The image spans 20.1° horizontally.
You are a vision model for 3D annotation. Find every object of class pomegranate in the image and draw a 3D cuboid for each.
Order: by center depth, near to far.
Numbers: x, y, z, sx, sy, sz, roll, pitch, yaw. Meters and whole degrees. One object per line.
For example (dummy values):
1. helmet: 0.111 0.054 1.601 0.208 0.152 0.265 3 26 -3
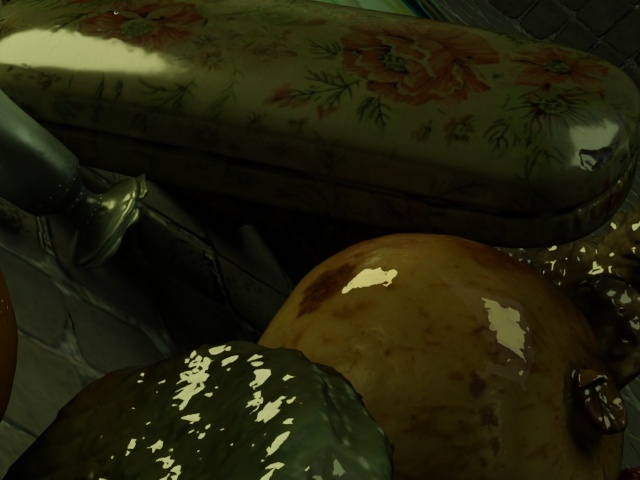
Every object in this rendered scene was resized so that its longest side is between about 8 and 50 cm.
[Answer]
1. pomegranate: 0.071 0.094 1.007 0.215 0.215 0.215 40 17 -14

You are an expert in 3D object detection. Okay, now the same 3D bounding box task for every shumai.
1. shumai: -0.023 0.166 0.642 0.203 0.222 0.272 43 7 -18

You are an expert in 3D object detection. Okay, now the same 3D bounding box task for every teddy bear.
1. teddy bear: 0.091 -0.027 1.208 0.246 0.296 0.223 -42 120 -51

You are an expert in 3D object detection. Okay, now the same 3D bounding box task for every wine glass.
1. wine glass: -0.178 -0.051 1.039 0.155 0.072 0.072 37 18 -23

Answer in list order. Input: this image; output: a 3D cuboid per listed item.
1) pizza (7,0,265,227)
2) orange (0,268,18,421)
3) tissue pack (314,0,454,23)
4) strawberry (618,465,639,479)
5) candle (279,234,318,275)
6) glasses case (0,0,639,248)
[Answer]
1. pizza: -0.123 -0.129 1.345 0.305 0.085 0.161 47 17 14
2. orange: -0.194 0.032 0.711 0.156 0.124 0.156 58 11 -18
3. tissue pack: 0.049 -0.151 1.676 0.287 0.162 0.388 34 18 -35
4. strawberry: 0.192 0.220 1.095 0.201 0.187 0.184 17 -8 -27
5. candle: 0.000 0.000 1.370 0.084 0.059 0.302 16 30 -46
6. glasses case: -0.016 -0.086 1.102 0.425 0.098 0.156 12 36 20
